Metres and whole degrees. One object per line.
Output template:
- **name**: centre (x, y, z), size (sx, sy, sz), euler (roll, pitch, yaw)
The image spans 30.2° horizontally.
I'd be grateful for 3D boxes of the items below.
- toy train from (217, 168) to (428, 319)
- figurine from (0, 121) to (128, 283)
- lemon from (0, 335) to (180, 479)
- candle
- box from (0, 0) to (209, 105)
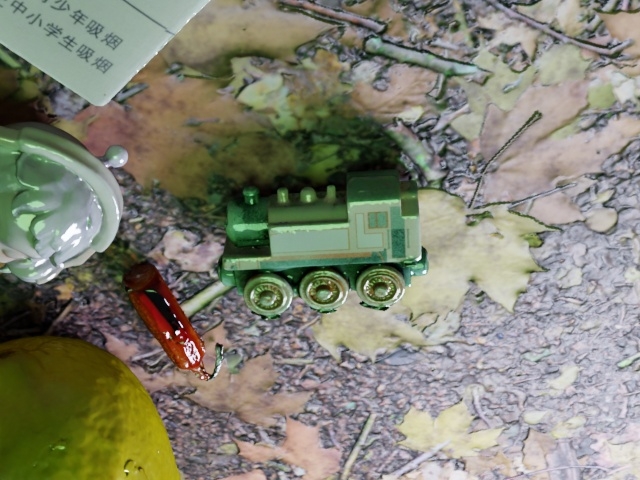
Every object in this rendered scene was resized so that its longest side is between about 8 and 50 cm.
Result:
- **toy train**: centre (0.000, 0.000, 1.072), size (0.194, 0.081, 0.125), euler (-3, 122, 3)
- **figurine**: centre (-0.273, -0.024, 0.986), size (0.236, 0.141, 0.162), euler (-10, 137, 5)
- **lemon**: centre (-0.264, 0.227, 1.145), size (0.260, 0.260, 0.284), euler (9, 132, -12)
- **candle**: centre (-0.141, 0.083, 1.163), size (0.053, 0.048, 0.162), euler (10, 142, 36)
- **box**: centre (-0.143, -0.231, 0.854), size (0.168, 0.071, 0.259), euler (35, 121, -30)
